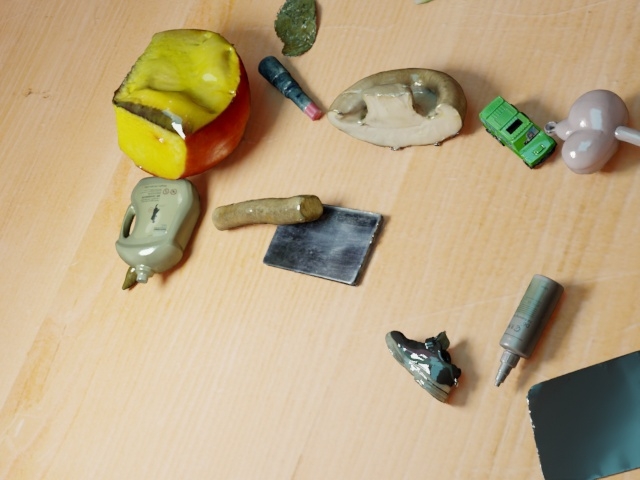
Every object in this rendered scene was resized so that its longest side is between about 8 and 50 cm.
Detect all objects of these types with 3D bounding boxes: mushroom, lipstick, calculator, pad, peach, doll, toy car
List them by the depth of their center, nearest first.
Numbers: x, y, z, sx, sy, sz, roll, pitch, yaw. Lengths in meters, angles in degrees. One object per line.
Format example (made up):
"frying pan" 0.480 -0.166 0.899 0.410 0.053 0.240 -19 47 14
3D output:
"pad" 0.454 0.270 1.487 0.267 0.004 0.181 -23 54 25
"doll" 0.538 -0.162 1.606 0.365 0.094 0.160 18 80 41
"toy car" 0.363 -0.201 1.775 0.071 0.062 0.165 -44 48 7
"mushroom" 0.162 -0.284 1.921 0.286 0.156 0.151 3 55 24
"calculator" 0.000 0.000 1.958 0.262 0.021 0.161 13 74 40
"lipstick" -0.064 -0.342 2.175 0.053 0.053 0.234 -46 50 6
"peach" -0.304 -0.291 2.193 0.306 0.242 0.380 3 42 11

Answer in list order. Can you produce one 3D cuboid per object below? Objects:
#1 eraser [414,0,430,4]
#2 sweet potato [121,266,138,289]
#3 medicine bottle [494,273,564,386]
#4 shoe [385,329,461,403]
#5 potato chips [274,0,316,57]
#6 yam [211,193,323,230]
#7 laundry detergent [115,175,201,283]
"eraser" 0.281 -0.663 2.076 0.210 0.092 0.274 -15 56 29
"sweet potato" -0.411 0.053 2.219 0.041 0.038 0.153 31 83 20
"medicine bottle" 0.337 0.154 1.600 0.058 0.057 0.199 23 81 42
"shoe" 0.190 0.199 1.679 0.099 0.071 0.169 -45 52 3
"potato chips" -0.062 -0.517 2.291 0.142 0.026 0.209 -1 65 38
"yam" -0.122 -0.059 2.030 0.300 0.066 0.066 -4 63 44
"laundry detergent" -0.375 -0.021 2.177 0.181 0.091 0.253 3 63 18
